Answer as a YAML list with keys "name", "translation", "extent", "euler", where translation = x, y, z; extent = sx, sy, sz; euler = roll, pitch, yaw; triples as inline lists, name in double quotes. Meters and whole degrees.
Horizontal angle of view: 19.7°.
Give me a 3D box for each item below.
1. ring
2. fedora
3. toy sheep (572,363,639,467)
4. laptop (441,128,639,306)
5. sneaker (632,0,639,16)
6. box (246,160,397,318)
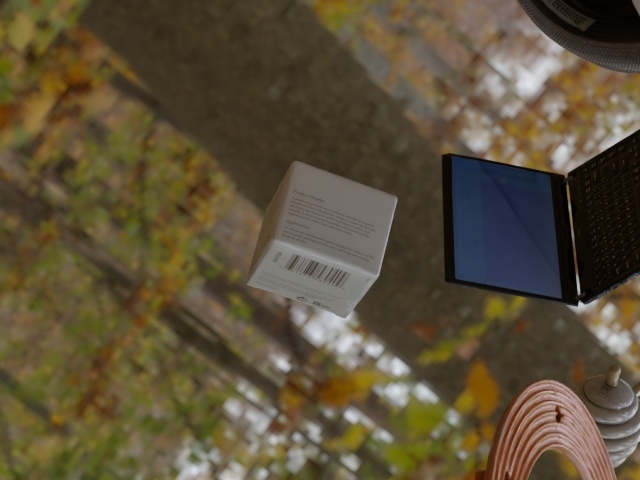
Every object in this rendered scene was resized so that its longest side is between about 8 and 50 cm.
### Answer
- name: "ring"
  translation: [0.199, 0.288, 1.574]
  extent: [0.032, 0.336, 0.336]
  euler: [-9, -145, 27]
- name: "fedora"
  translation: [0.302, -0.287, 1.723]
  extent: [0.275, 0.244, 0.124]
  euler: [-7, -160, 46]
- name: "toy sheep"
  translation: [0.274, 0.171, 1.783]
  extent: [0.091, 0.091, 0.132]
  euler: [-74, 167, -57]
- name: "laptop"
  translation: [0.283, -0.055, 2.100]
  extent: [0.264, 0.136, 0.234]
  euler: [-33, -147, 27]
- name: "sneaker"
  translation: [0.214, -0.243, 1.241]
  extent: [0.099, 0.282, 0.153]
  euler: [-36, -174, 3]
- name: "box"
  translation: [0.000, 0.000, 1.633]
  extent: [0.102, 0.101, 0.087]
  euler: [125, -18, -60]
